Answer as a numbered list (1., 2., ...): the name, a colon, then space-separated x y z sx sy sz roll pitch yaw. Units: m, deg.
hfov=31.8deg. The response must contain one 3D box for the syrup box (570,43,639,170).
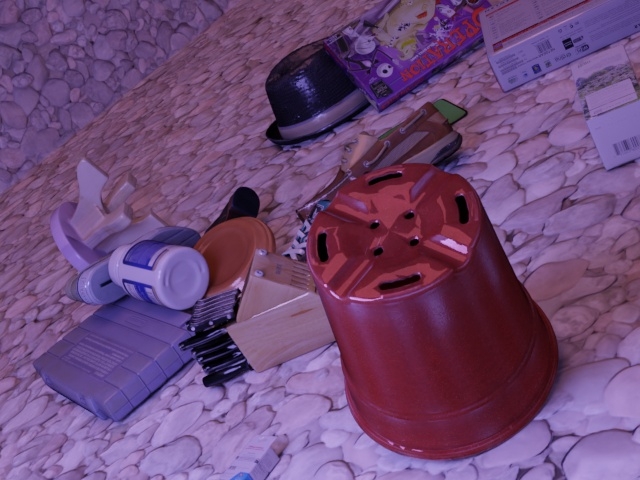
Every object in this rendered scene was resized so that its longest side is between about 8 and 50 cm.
1. syrup box: 0.464 -0.215 1.773 0.093 0.096 0.237 -21 24 17

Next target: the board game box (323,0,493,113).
1. board game box: 0.204 -0.452 2.464 0.347 0.208 0.056 -36 -16 -10

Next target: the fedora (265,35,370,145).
1. fedora: -0.005 -0.362 2.564 0.334 0.152 0.334 -26 24 12

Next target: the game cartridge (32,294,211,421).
1. game cartridge: -0.357 0.201 1.984 0.230 0.068 0.355 -45 27 -21

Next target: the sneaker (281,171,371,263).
1. sneaker: 0.000 0.000 1.871 0.302 0.121 0.108 -37 24 -14

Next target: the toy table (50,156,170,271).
1. toy table: -0.461 -0.046 2.400 0.161 0.252 0.274 -44 33 11

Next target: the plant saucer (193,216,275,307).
1. plant saucer: -0.171 0.038 2.021 0.200 0.037 0.200 -22 46 24

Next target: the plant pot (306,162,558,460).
1. plant pot: 0.117 0.070 1.304 0.272 0.265 0.272 -13 46 14

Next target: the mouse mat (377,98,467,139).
1. mouse mat: 0.189 -0.219 2.229 0.190 0.007 0.152 -31 23 -4

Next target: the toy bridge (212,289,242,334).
1. toy bridge: -0.117 0.095 1.897 0.026 0.063 0.188 33 57 17

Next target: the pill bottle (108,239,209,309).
1. pill bottle: -0.294 0.056 1.997 0.187 0.112 0.112 10 46 48

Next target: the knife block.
1. knife block: -0.073 0.146 1.743 0.276 0.242 0.088 16 29 -5

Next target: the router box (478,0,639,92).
1. router box: 0.490 -0.449 2.229 0.335 0.082 0.301 -24 24 17

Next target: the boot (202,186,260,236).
1. boot: -0.185 0.004 2.185 0.106 0.082 0.219 -45 18 48

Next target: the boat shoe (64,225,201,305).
1. boat shoe: -0.355 0.042 2.148 0.094 0.109 0.302 0 15 42

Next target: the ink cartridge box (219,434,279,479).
1. ink cartridge box: -0.089 0.299 1.497 0.048 0.028 0.083 -4 35 46

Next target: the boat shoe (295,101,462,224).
1. boat shoe: 0.092 -0.135 1.997 0.324 0.120 0.122 -31 0 -9
